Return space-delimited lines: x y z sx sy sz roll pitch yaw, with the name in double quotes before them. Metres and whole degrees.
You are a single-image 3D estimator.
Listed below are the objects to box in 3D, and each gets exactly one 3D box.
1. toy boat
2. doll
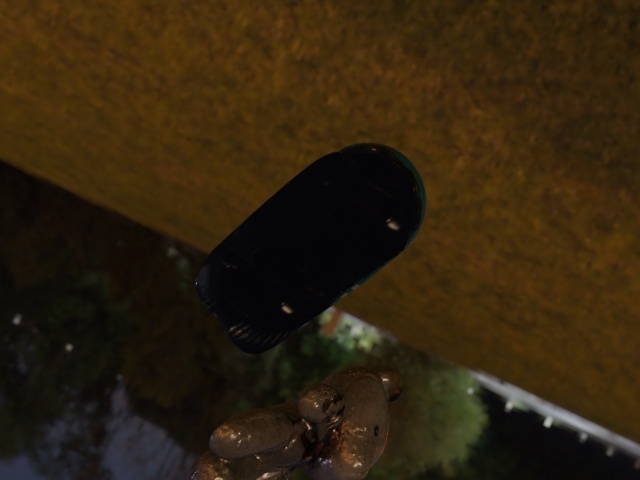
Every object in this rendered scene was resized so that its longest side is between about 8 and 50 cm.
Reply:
"toy boat" 0.000 0.000 1.466 0.134 0.299 0.092 54 -153 4
"doll" -0.021 0.291 1.832 0.158 0.246 0.340 45 -149 23
